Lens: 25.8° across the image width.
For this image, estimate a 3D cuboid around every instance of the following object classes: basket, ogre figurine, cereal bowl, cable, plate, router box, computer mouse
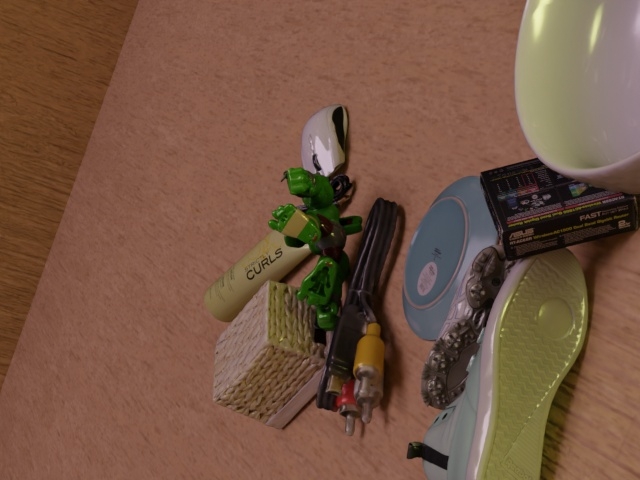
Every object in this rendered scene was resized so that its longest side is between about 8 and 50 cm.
[{"bbox_3d":[-0.057,0.141,1.743,0.167,0.103,0.113,-51,29,42],"label":"basket"},{"bbox_3d":[0.000,0.000,1.686,0.097,0.197,0.118,-29,8,20],"label":"ogre figurine"},{"bbox_3d":[0.307,-0.188,1.121,0.339,0.141,0.339,-49,31,43],"label":"cereal bowl"},{"bbox_3d":[0.056,0.092,1.626,0.139,0.072,0.287,111,177,-54],"label":"cable"},{"bbox_3d":[0.132,0.016,1.515,0.188,0.024,0.188,-46,34,44],"label":"plate"},{"bbox_3d":[0.213,-0.036,1.255,0.092,0.122,0.038,-101,-4,-52],"label":"router box"},{"bbox_3d":[-0.002,-0.111,1.871,0.106,0.042,0.193,-34,41,36],"label":"computer mouse"}]

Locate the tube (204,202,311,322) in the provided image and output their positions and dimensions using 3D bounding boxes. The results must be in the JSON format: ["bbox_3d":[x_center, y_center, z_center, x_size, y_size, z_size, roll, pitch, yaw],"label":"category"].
[{"bbox_3d":[-0.074,0.030,1.933,0.240,0.062,0.070,-40,81,39],"label":"tube"}]

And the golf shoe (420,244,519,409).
[{"bbox_3d":[0.152,0.086,1.391,0.086,0.069,0.176,-86,21,-80],"label":"golf shoe"}]

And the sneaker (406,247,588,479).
[{"bbox_3d":[0.156,0.124,1.289,0.151,0.094,0.256,-3,69,69],"label":"sneaker"}]
